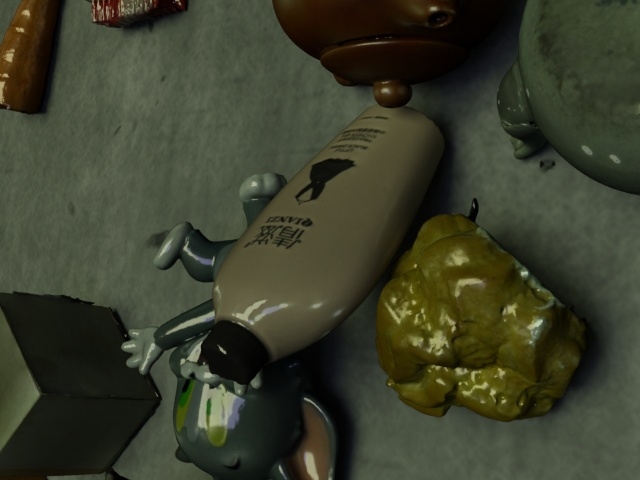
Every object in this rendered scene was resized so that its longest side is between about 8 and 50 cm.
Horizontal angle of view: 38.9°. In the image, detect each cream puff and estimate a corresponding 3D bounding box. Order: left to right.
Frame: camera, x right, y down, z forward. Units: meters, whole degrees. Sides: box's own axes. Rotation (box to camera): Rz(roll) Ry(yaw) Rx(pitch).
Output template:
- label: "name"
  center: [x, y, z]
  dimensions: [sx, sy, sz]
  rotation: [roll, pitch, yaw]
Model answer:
- label: "cream puff"
  center: [0.100, 0.062, 0.622]
  dimensions: [0.156, 0.121, 0.156]
  rotation: [-4, 84, 40]

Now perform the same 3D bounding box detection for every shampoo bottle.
- label: "shampoo bottle"
  center: [0.000, 0.000, 0.665]
  dimensions: [0.127, 0.078, 0.257]
  rotation: [8, 49, 36]

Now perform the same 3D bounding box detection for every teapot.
- label: "teapot"
  center: [0.046, -0.166, 0.701]
  dimensions: [0.252, 0.178, 0.135]
  rotation: [168, 104, -75]
- label: "teapot"
  center: [0.220, -0.120, 0.552]
  dimensions: [0.294, 0.129, 0.193]
  rotation: [-22, 67, 36]

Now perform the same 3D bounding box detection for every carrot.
- label: "carrot"
  center: [-0.374, -0.262, 1.175]
  dimensions: [0.072, 0.072, 0.205]
  rotation: [11, 82, 43]

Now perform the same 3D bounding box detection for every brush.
- label: "brush"
  center: [-0.143, -0.275, 0.965]
  dimensions: [0.321, 0.060, 0.050]
  rotation: [-2, 92, 43]

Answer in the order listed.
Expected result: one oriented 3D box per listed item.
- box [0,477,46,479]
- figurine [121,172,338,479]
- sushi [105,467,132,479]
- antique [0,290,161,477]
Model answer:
- label: "box"
  center: [-0.396, 0.360, 1.052]
  dimensions: [0.237, 0.070, 0.152]
  rotation: [-54, 51, 17]
- label: "figurine"
  center: [-0.075, 0.081, 0.774]
  dimensions: [0.193, 0.140, 0.265]
  rotation: [-4, 68, 33]
- label: "sushi"
  center: [-0.151, 0.364, 0.705]
  dimensions: [0.196, 0.182, 0.343]
  rotation: [-96, 27, -82]
- label: "antique"
  center: [-0.279, 0.154, 0.930]
  dimensions: [0.148, 0.152, 0.147]
  rotation: [-52, 53, 18]
